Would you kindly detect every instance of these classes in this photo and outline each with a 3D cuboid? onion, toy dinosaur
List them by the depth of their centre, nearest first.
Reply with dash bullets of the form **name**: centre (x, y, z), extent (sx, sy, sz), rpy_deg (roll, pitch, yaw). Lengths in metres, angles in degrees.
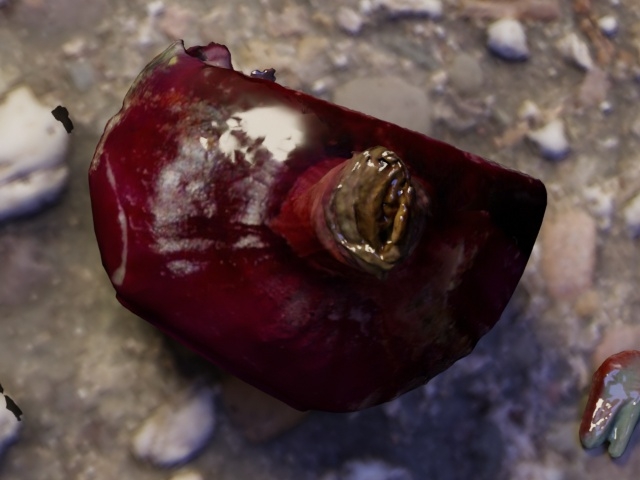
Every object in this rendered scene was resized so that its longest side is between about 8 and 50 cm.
- **onion**: centre (0.000, 0.000, 0.588), extent (0.195, 0.218, 0.139), rpy_deg (28, 92, -15)
- **toy dinosaur**: centre (0.240, 0.017, 0.749), extent (0.167, 0.053, 0.242), rpy_deg (18, 75, -5)
